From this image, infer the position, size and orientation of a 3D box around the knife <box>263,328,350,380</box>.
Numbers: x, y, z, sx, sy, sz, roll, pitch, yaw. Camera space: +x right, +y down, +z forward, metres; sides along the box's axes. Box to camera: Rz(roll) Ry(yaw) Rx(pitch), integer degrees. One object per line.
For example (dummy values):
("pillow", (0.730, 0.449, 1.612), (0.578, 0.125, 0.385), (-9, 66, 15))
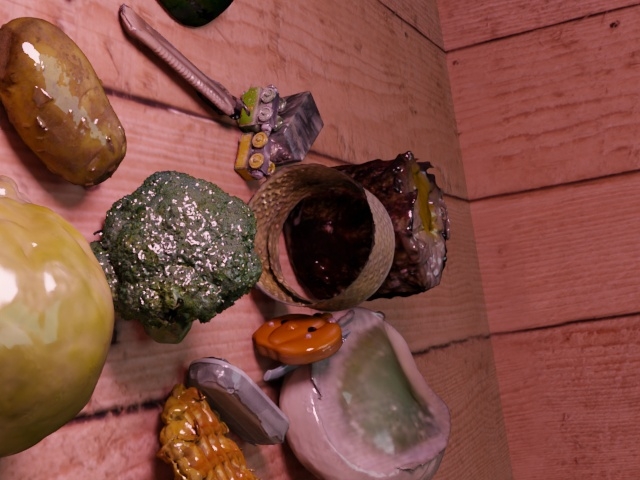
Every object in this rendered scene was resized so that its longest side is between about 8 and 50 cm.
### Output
("knife", (-0.021, 0.209, 1.806), (0.210, 0.015, 0.028), (-23, 130, -39))

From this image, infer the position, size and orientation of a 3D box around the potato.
("potato", (-0.348, -0.183, 1.316), (0.251, 0.113, 0.149), (56, 39, -28))

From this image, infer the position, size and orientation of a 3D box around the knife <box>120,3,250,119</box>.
("knife", (-0.236, -0.297, 1.725), (0.089, 0.043, 0.365), (54, 10, 32))

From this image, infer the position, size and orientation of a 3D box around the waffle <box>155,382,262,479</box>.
("waffle", (-0.148, 0.370, 1.484), (0.302, 0.068, 0.325), (60, 4, -35))

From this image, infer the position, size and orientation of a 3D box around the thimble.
("thimble", (0.000, 0.000, 1.853), (0.150, 0.270, 0.271), (24, 58, -66))

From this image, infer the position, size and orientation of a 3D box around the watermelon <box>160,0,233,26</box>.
("watermelon", (-0.230, -0.463, 1.775), (0.129, 0.123, 0.301), (52, 16, 19))

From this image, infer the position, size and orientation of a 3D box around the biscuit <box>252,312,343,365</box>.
("biscuit", (-0.034, 0.167, 1.811), (0.170, 0.170, 0.050), (-49, 136, -62))

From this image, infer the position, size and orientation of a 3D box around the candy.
("candy", (0.071, 0.333, 1.953), (0.427, 0.186, 0.386), (-13, 71, -58))

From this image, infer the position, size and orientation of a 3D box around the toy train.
("toy train", (-0.120, -0.206, 1.909), (0.060, 0.081, 0.202), (44, 48, -53))

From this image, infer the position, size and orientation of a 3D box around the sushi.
("sushi", (0.105, -0.020, 2.072), (0.299, 0.294, 0.281), (49, 38, -52))

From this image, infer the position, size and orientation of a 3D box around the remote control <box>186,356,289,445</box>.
("remote control", (-0.133, 0.267, 1.630), (0.247, 0.104, 0.052), (55, 43, -44))

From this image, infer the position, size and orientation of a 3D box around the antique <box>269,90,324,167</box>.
("antique", (-0.067, -0.223, 2.024), (0.183, 0.088, 0.086), (-65, 138, -55))

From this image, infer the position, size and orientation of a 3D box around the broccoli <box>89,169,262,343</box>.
("broccoli", (-0.215, 0.035, 1.421), (0.270, 0.270, 0.270), (-72, 177, -49))

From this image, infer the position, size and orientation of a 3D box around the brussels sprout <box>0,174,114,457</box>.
("brussels sprout", (-0.354, 0.085, 1.039), (0.273, 0.242, 0.317), (42, 32, -19))
